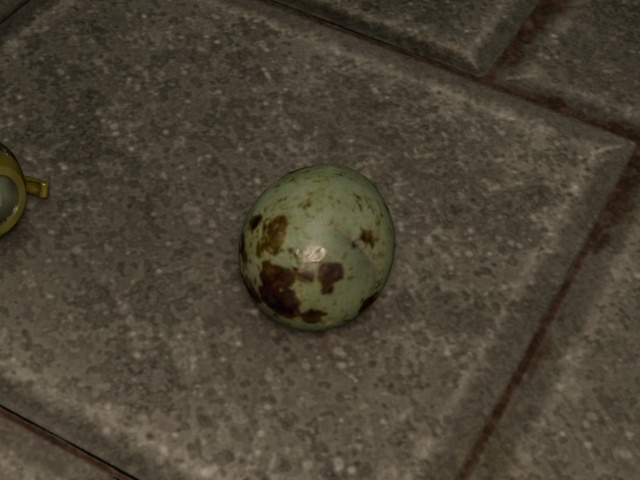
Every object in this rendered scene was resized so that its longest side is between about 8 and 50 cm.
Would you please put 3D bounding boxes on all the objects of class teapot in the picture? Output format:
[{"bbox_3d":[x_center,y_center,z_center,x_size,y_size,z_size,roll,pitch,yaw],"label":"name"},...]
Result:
[{"bbox_3d":[-0.399,-0.060,1.333,0.119,0.130,0.166,18,15,33],"label":"teapot"}]

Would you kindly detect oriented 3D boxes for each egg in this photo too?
[{"bbox_3d":[0.000,0.000,1.259,0.169,0.169,0.231,13,37,8],"label":"egg"}]
